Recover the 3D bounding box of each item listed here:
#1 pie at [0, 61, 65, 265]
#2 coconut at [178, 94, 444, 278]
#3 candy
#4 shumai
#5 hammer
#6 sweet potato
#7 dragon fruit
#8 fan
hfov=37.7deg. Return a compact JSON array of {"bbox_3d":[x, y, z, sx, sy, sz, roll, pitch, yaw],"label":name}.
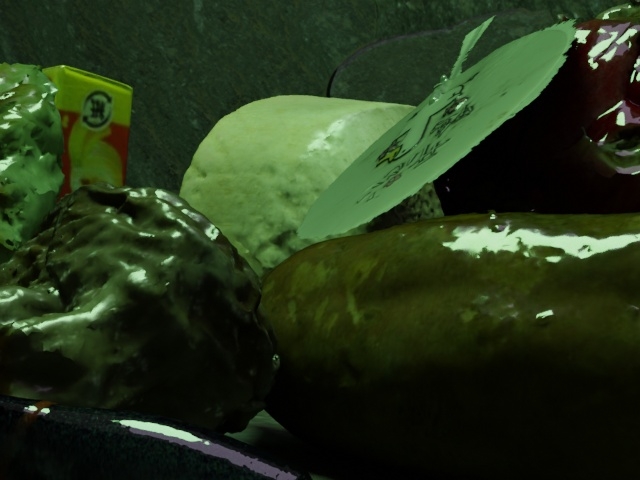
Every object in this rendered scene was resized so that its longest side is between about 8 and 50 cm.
[{"bbox_3d":[-0.377,-0.033,0.657,0.395,0.180,0.418,-2,28,24],"label":"pie"},{"bbox_3d":[0.000,0.000,0.912,0.329,0.329,0.329,1,-2,0],"label":"coconut"},{"bbox_3d":[-0.247,-0.003,0.812,0.146,0.276,0.088,-2,-7,36],"label":"candy"},{"bbox_3d":[-0.139,0.068,0.506,0.206,0.166,0.175,-17,12,45],"label":"shumai"},{"bbox_3d":[-0.136,0.074,0.342,0.290,0.137,0.037,15,0,10],"label":"hammer"},{"bbox_3d":[0.057,0.062,0.539,0.369,0.158,0.158,-5,-6,38],"label":"sweet potato"},{"bbox_3d":[0.243,-0.011,0.684,0.329,0.329,0.329,1,-2,0],"label":"dragon fruit"},{"bbox_3d":[0.092,-0.113,0.711,0.233,0.012,0.415,-32,14,26],"label":"fan"}]
